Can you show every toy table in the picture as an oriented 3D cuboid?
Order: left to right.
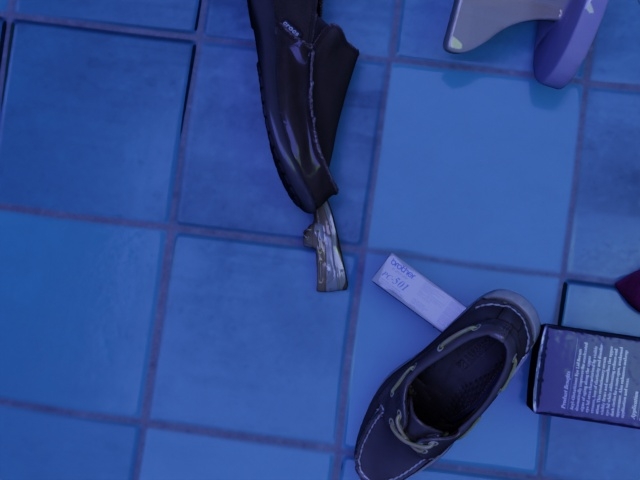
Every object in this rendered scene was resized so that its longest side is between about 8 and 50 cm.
[{"bbox_3d":[0.255,-0.336,1.824,0.161,0.252,0.274,15,79,-11],"label":"toy table"}]

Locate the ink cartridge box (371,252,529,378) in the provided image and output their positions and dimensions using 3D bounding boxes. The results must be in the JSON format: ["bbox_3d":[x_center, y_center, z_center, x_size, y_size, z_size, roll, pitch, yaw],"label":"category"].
[{"bbox_3d":[0.160,0.094,1.858,0.207,0.097,0.046,37,90,6],"label":"ink cartridge box"}]

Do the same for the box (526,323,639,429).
[{"bbox_3d":[0.356,0.166,1.809,0.207,0.153,0.108,8,87,7],"label":"box"}]

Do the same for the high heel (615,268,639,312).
[{"bbox_3d":[0.453,-0.010,1.823,0.117,0.082,0.244,35,117,28],"label":"high heel"}]

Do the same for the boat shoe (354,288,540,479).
[{"bbox_3d":[0.134,0.192,1.790,0.116,0.097,0.324,42,120,3],"label":"boat shoe"}]

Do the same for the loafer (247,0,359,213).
[{"bbox_3d":[-0.014,-0.217,1.867,0.130,0.134,0.365,-9,80,-1],"label":"loafer"}]

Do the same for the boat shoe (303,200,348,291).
[{"bbox_3d":[0.000,0.000,1.901,0.045,0.050,0.135,-13,85,-1],"label":"boat shoe"}]
